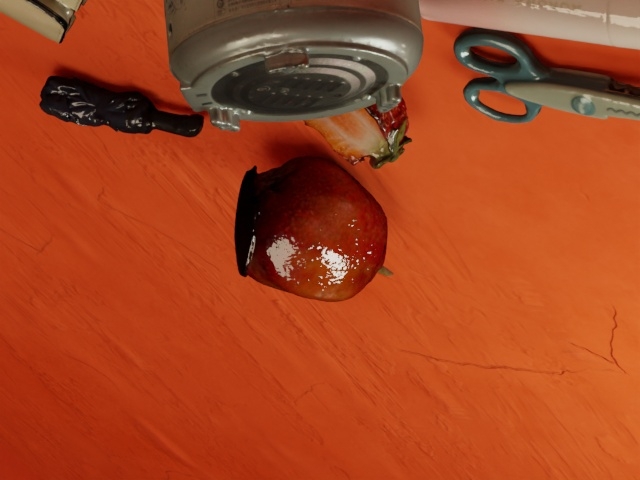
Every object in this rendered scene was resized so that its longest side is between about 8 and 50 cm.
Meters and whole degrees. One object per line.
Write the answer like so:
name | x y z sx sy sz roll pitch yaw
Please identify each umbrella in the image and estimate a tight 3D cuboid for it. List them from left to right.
umbrella | -0.269 -0.169 2.206 0.248 0.071 0.071 17 153 19

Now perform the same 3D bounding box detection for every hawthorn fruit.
hawthorn fruit | 0.000 0.000 2.148 0.251 0.189 0.189 33 153 -23

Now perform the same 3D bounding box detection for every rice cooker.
rice cooker | -0.033 -0.270 1.576 0.316 0.317 0.264 19 172 13

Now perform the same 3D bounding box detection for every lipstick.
lipstick | 0.254 -0.237 1.598 0.327 0.087 0.087 12 151 27

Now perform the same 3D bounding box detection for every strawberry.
strawberry | 0.028 -0.163 1.945 0.187 0.082 0.146 36 147 -8

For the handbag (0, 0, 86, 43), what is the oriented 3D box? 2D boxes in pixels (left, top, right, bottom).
handbag | -0.405 -0.380 1.840 0.358 0.160 0.237 31 161 -10

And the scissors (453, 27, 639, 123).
scissors | 0.279 -0.160 1.769 0.289 0.041 0.138 13 143 25
